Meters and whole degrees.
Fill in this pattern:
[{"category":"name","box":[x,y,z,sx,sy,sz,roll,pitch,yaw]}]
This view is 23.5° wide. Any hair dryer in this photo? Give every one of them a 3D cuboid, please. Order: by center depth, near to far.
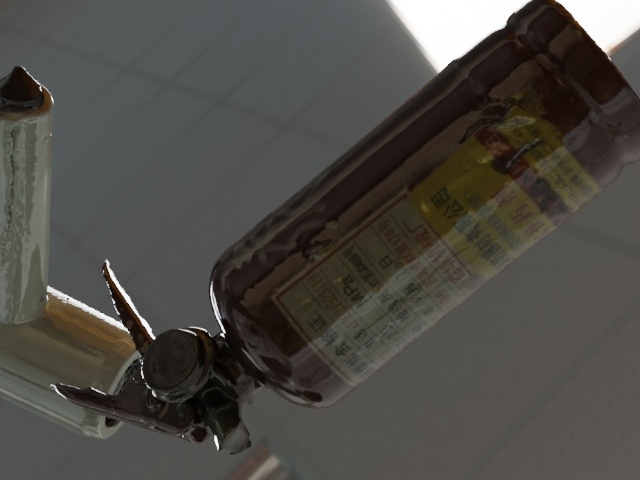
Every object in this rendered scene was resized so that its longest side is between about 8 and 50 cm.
[{"category":"hair dryer","box":[-0.155,0.002,0.850,0.073,0.131,0.236,-53,162,-45]}]

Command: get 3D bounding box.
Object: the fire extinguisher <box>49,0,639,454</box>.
[{"category":"fire extinguisher","box":[0.005,0.006,0.603,0.252,0.075,0.106,-40,-147,6]}]
